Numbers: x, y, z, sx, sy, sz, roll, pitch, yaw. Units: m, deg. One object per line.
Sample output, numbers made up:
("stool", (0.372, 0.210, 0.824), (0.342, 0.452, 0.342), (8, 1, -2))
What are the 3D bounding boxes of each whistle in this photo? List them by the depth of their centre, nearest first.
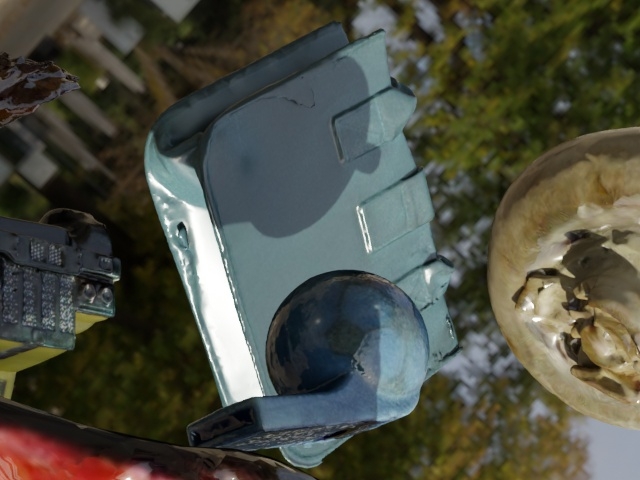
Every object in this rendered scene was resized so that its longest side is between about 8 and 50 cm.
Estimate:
("whistle", (0.001, 0.056, 0.709), (0.158, 0.090, 0.090), (3, 145, -47))

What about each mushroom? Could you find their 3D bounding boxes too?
("mushroom", (0.223, 0.030, 1.009), (0.226, 0.226, 0.178), (-42, 174, 34))

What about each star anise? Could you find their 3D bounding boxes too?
("star anise", (-0.220, -0.065, 0.712), (0.212, 0.054, 0.157), (-5, 168, -40))

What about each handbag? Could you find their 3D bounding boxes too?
("handbag", (0.000, 0.000, 0.872), (0.179, 0.229, 0.062), (-33, -150, -31))

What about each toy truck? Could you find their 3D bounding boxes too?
("toy truck", (-0.227, 0.054, 0.755), (0.257, 0.127, 0.127), (-21, -114, 34))

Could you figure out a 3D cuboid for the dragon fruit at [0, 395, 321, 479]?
("dragon fruit", (-0.082, 0.113, 0.490), (0.282, 0.343, 0.100), (143, -33, -66))
